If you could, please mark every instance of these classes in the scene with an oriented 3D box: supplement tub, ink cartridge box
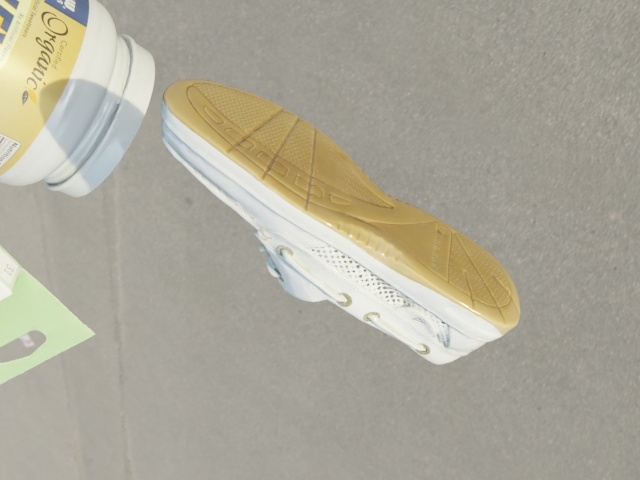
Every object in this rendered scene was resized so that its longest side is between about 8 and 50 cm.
[{"bbox_3d":[-0.357,-0.194,0.732,0.228,0.228,0.316,-16,148,43],"label":"supplement tub"},{"bbox_3d":[-0.381,0.076,0.743,0.171,0.056,0.235,-27,122,12],"label":"ink cartridge box"}]

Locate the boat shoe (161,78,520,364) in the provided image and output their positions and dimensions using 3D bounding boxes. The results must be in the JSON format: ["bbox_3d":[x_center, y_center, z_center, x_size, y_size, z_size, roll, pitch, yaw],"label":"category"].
[{"bbox_3d":[0.000,0.000,0.484,0.277,0.098,0.096,35,126,-5],"label":"boat shoe"}]
